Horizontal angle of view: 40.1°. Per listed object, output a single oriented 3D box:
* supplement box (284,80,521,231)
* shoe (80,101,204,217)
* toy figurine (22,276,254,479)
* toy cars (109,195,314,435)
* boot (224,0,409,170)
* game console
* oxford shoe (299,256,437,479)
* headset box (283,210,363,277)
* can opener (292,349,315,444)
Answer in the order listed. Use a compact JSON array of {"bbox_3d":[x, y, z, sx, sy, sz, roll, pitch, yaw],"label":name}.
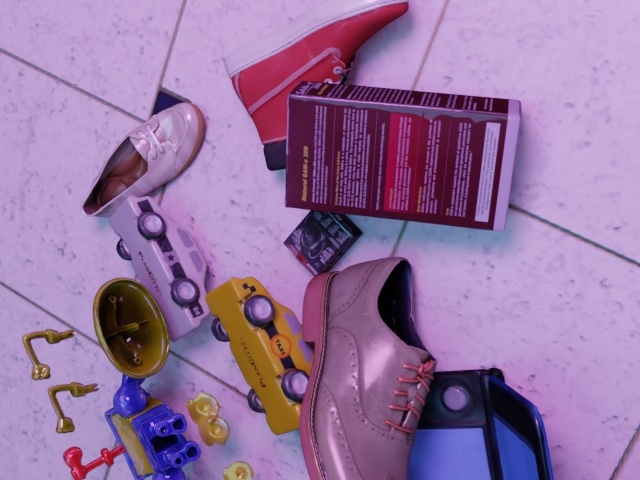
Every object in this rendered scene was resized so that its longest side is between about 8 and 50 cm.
[{"bbox_3d":[0.086,-0.092,0.939,0.239,0.073,0.130,7,114,9],"label":"supplement box"},{"bbox_3d":[-0.234,-0.098,1.144,0.219,0.058,0.076,-40,80,25],"label":"shoe"},{"bbox_3d":[-0.254,0.245,1.138,0.362,0.191,0.217,64,153,-4],"label":"toy figurine"},{"bbox_3d":[-0.121,0.075,1.077,0.394,0.087,0.176,34,134,35],"label":"toy cars"},{"bbox_3d":[0.017,-0.173,1.000,0.244,0.088,0.176,-22,90,33],"label":"boot"},{"bbox_3d":[0.156,0.302,0.956,0.250,0.173,0.293,-8,94,27],"label":"game console"},{"bbox_3d":[0.060,0.167,0.932,0.130,0.123,0.348,-25,54,28],"label":"oxford shoe"},{"bbox_3d":[0.000,0.000,1.061,0.062,0.032,0.083,46,115,13],"label":"headset box"},{"bbox_3d":[0.032,0.250,1.020,0.280,0.074,0.093,52,145,29],"label":"can opener"}]
